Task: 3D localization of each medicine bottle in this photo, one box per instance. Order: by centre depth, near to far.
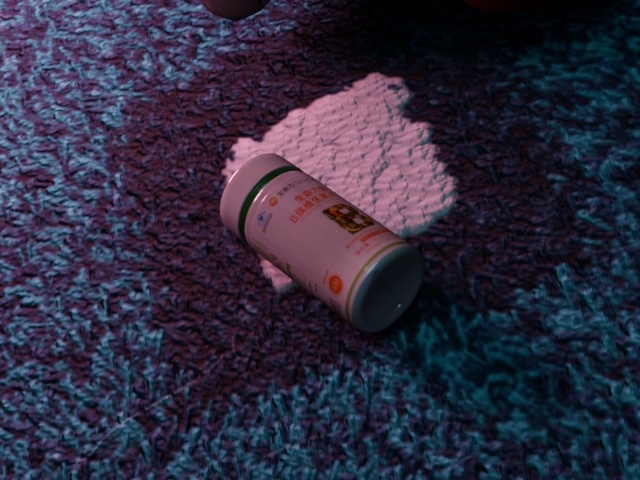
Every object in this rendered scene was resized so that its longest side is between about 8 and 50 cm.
[{"bbox_3d":[0.000,0.000,1.147,0.183,0.086,0.086,36,78,35],"label":"medicine bottle"}]

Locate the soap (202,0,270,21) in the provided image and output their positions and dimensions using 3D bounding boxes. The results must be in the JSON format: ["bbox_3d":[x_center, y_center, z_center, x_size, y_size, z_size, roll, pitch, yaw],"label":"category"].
[{"bbox_3d":[0.010,-0.461,1.244,0.435,0.213,0.350,-59,19,-22],"label":"soap"}]

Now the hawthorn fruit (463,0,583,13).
[{"bbox_3d":[0.179,-0.324,1.201,0.215,0.215,0.249,-29,51,4],"label":"hawthorn fruit"}]
